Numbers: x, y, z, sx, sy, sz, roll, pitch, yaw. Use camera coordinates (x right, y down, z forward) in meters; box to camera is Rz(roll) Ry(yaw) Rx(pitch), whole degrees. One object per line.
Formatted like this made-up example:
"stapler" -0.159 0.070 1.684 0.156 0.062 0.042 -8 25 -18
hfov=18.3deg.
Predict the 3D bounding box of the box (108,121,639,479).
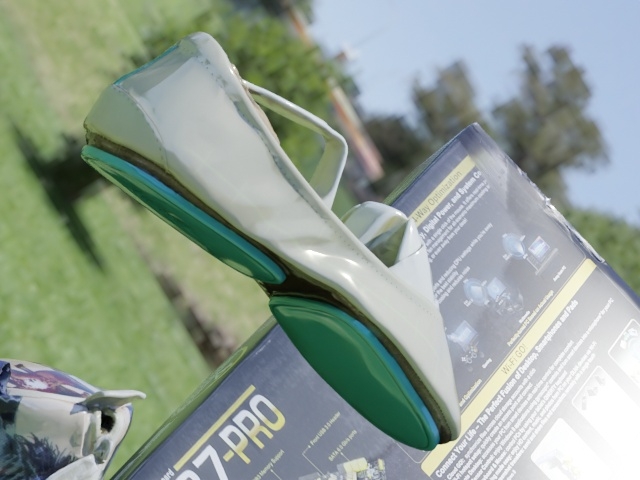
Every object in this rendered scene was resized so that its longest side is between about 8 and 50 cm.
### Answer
"box" 0.082 0.157 1.171 0.318 0.395 0.097 47 -41 -4

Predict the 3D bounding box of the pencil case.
"pencil case" -0.244 0.291 1.461 0.160 0.410 0.183 13 -9 -39

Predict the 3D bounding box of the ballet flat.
"ballet flat" 0.000 0.000 0.870 0.248 0.086 0.086 45 5 -36
